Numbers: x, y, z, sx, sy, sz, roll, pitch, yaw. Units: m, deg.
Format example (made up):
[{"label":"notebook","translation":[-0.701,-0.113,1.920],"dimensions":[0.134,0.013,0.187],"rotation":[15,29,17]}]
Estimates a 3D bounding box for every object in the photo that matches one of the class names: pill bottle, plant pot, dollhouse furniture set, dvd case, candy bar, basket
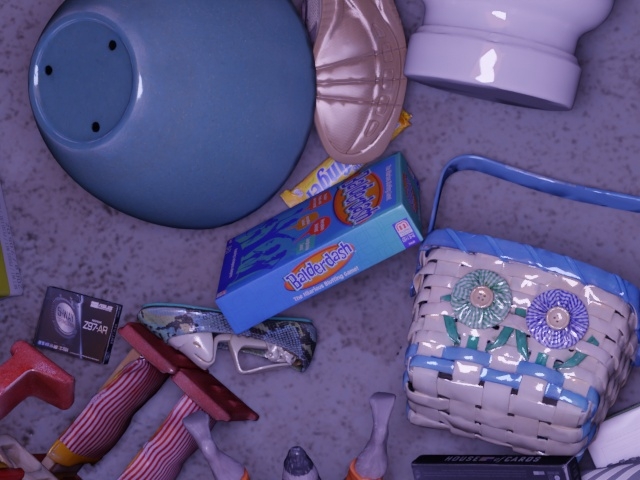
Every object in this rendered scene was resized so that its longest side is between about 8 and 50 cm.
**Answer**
[{"label":"pill bottle","translation":[0.201,-0.321,1.777],"dimensions":[0.210,0.210,0.362],"rotation":[11,90,11]},{"label":"plant pot","translation":[-0.178,-0.154,1.808],"dimensions":[0.290,0.195,0.290],"rotation":[1,92,31]},{"label":"dollhouse furniture set","translation":[-0.227,0.199,1.758],"dimensions":[0.152,0.374,0.201],"rotation":[41,97,15]},{"label":"dvd case","translation":[0.193,0.323,1.771],"dimensions":[0.179,0.029,0.238],"rotation":[-5,107,37]},{"label":"candy bar","translation":[0.028,-0.085,1.898],"dimensions":[0.161,0.018,0.040],"rotation":[-42,82,8]},{"label":"basket","translation":[0.212,0.059,1.777],"dimensions":[0.255,0.201,0.289],"rotation":[13,56,11]}]

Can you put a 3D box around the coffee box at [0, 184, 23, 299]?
[{"label":"coffee box","translation":[-0.545,-0.063,1.848],"dimensions":[0.338,0.334,0.337],"rotation":[-15,85,10]}]

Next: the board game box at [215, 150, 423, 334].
[{"label":"board game box","translation":[0.000,0.000,1.821],"dimensions":[0.210,0.160,0.047],"rotation":[-27,108,11]}]

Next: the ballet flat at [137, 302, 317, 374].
[{"label":"ballet flat","translation":[-0.095,0.104,1.860],"dimensions":[0.188,0.070,0.070],"rotation":[5,88,-9]}]

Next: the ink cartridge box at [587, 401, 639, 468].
[{"label":"ink cartridge box","translation":[0.350,0.260,1.797],"dimensions":[0.109,0.062,0.209],"rotation":[-25,83,10]}]

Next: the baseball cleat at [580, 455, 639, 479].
[{"label":"baseball cleat","translation":[0.304,0.234,1.746],"dimensions":[0.206,0.072,0.109],"rotation":[2,48,32]}]

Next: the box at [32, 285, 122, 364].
[{"label":"box","translation":[-0.260,0.091,1.946],"dimensions":[0.083,0.018,0.067],"rotation":[15,91,12]}]

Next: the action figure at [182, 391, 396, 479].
[{"label":"action figure","translation":[-0.057,0.328,1.751],"dimensions":[0.341,0.178,0.330],"rotation":[-10,106,-12]}]

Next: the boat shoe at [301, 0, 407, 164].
[{"label":"boat shoe","translation":[0.030,-0.220,1.867],"dimensions":[0.103,0.092,0.285],"rotation":[-6,92,-6]}]
